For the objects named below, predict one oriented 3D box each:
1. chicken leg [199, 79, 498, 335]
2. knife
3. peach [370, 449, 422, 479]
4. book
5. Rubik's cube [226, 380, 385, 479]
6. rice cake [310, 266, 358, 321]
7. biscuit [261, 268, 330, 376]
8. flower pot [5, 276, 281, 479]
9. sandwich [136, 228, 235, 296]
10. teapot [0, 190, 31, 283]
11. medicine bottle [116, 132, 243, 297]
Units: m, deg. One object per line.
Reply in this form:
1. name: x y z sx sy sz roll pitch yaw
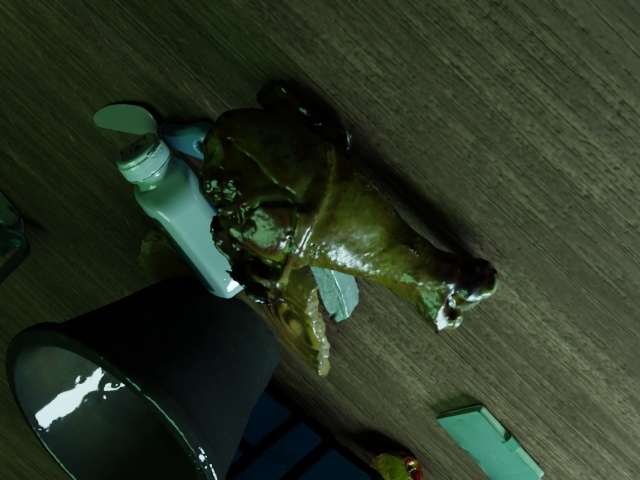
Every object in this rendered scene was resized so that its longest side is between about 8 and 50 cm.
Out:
1. chicken leg: 0.006 -0.003 1.338 0.361 0.211 0.140 43 -176 1
2. knife: -0.221 -0.151 1.555 0.244 0.032 0.058 18 144 36
3. peach: 0.116 0.345 1.769 0.083 0.050 0.077 -34 79 45
4. book: 0.231 0.278 1.613 0.135 0.017 0.103 48 148 -10
5. Rubik's cube: -0.082 0.439 1.820 0.283 0.288 0.293 35 148 31
6. rice cake: 0.000 0.000 1.491 0.042 0.045 0.245 9 135 33
7. biscuit: -0.042 0.092 1.616 0.144 0.033 0.224 41 157 26
8. flower pot: -0.219 0.194 1.634 0.379 0.251 0.379 26 141 23
9. sandwich: -0.203 0.053 1.743 0.162 0.058 0.193 39 147 5
10. teapot: -0.587 0.023 1.929 0.203 0.225 0.171 22 145 23
11. medicine bottle: -0.175 -0.036 1.553 0.229 0.083 0.121 56 177 -30
